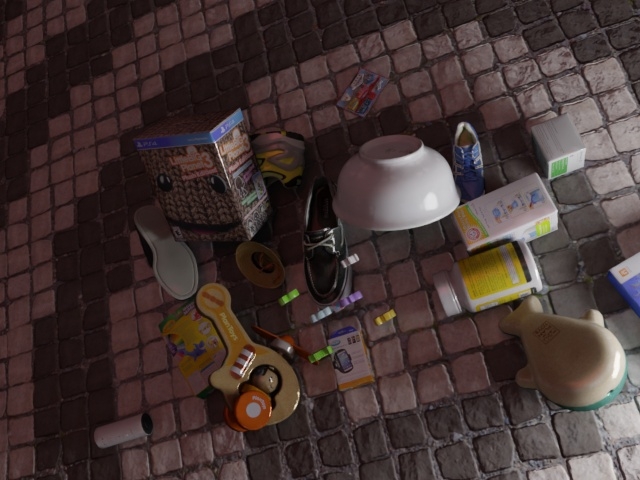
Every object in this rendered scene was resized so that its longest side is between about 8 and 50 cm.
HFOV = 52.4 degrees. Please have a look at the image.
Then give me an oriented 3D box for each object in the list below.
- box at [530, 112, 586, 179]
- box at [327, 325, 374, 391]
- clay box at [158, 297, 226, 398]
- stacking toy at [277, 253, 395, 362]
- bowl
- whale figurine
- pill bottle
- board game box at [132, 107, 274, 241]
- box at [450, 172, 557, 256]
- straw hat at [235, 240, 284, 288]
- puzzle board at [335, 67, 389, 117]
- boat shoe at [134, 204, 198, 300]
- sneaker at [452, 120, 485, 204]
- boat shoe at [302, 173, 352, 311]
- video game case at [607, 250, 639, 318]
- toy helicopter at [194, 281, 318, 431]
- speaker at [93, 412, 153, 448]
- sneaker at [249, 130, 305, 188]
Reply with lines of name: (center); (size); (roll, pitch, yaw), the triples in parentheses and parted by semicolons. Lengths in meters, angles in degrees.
box: (0.530, -0.209, 1.455); (0.087, 0.101, 0.102); (-22, 66, 11)
box: (0.067, 0.267, 1.484); (0.081, 0.028, 0.136); (-19, 62, 12)
clay box: (-0.299, 0.261, 1.602); (0.127, 0.053, 0.222); (-37, 61, 2)
stacking toy: (0.033, 0.151, 1.463); (0.221, 0.052, 0.167); (-30, 85, 2)
bowl: (0.163, -0.150, 1.461); (0.298, 0.134, 0.298); (-8, 30, 4)
whale figurine: (0.485, 0.227, 1.309); (0.216, 0.141, 0.272); (-44, 38, 0)
pill bottle: (0.354, 0.085, 1.397); (0.209, 0.119, 0.119); (-20, 65, 11)
board game box: (-0.280, -0.154, 1.595); (0.232, 0.291, 0.141); (-1, 32, 27)
box: (0.403, -0.045, 1.431); (0.203, 0.114, 0.103); (-24, 64, 11)
straw hat: (-0.135, 0.048, 1.616); (0.145, 0.144, 0.061); (17, 38, 24)
puzzle board: (0.110, -0.395, 1.728); (0.096, 0.011, 0.128); (30, 82, 26)
boat shoe: (-0.399, 0.042, 1.705); (0.114, 0.091, 0.302); (-18, 60, -18)
sneaker: (0.340, -0.181, 1.525); (0.080, 0.081, 0.211); (-10, 69, 14)
boat shoe: (0.000, 0.000, 1.556); (0.121, 0.119, 0.335); (-11, 67, 16)
video game case: (0.755, 0.106, 1.278); (0.244, 0.061, 0.269); (-33, 63, 6)
toy helicopter: (-0.164, 0.247, 1.487); (0.235, 0.140, 0.355); (-28, 83, -25)
speaker: (-0.480, 0.465, 1.589); (0.136, 0.055, 0.055); (-20, 65, 12)
sneaker: (-0.221, -0.187, 1.700); (0.385, 0.145, 0.147); (-6, 87, 26)
